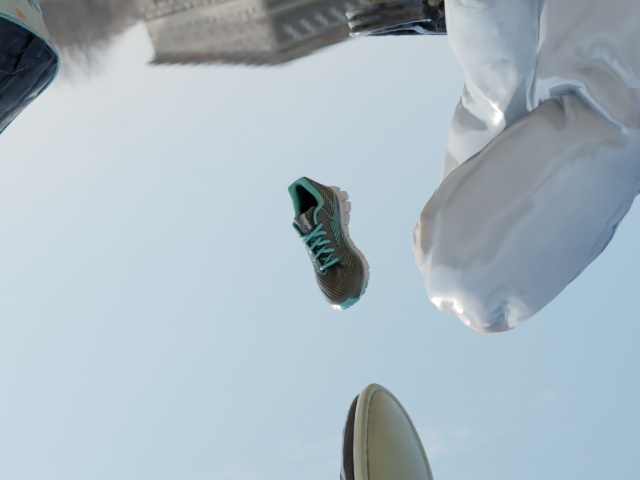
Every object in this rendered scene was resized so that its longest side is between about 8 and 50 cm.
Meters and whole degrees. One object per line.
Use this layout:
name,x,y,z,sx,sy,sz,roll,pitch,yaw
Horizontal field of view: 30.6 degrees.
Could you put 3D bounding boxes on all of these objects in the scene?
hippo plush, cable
hippo plush,0.074,-0.115,0.518,0.234,0.236,0.294,-45,177,12
cable,0.107,-0.222,1.075,0.139,0.072,0.287,3,-171,45

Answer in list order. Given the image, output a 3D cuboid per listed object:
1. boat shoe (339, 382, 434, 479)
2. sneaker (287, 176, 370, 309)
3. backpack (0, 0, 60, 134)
boat shoe,0.049,0.306,1.143,0.113,0.340,0.127,-31,143,30
sneaker,0.000,0.000,1.244,0.065,0.076,0.166,-35,-131,22
backpack,-0.350,-0.178,1.111,0.188,0.144,0.166,-32,146,23
